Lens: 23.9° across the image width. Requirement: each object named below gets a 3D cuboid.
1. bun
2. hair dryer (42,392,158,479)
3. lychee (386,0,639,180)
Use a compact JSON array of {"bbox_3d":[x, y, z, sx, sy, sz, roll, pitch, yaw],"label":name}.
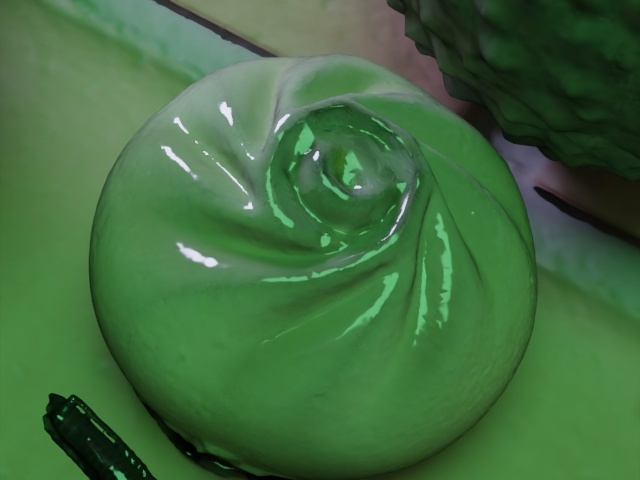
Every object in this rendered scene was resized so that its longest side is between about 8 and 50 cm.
[{"bbox_3d":[0.000,0.000,0.566,0.173,0.120,0.172,3,59,-5],"label":"bun"},{"bbox_3d":[-0.045,0.143,0.442,0.195,0.075,0.219,-15,65,-36],"label":"hair dryer"},{"bbox_3d":[0.132,-0.153,0.588,0.274,0.255,0.255,36,63,24],"label":"lychee"}]
